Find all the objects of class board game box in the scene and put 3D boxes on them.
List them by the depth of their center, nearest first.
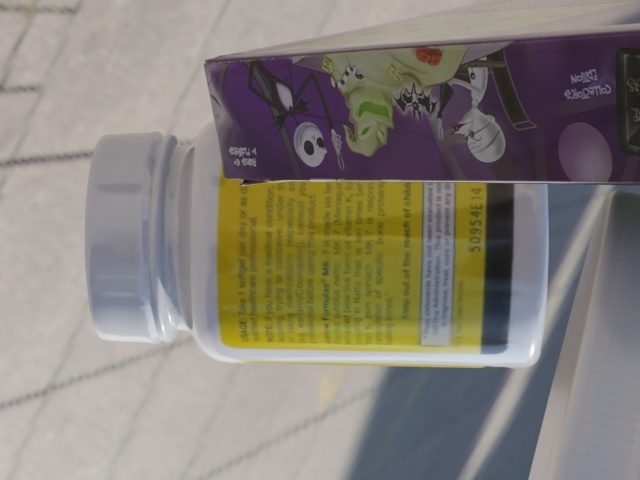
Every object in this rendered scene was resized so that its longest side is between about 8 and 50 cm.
[{"bbox_3d":[0.150,-0.056,0.518,0.208,0.347,0.056,-21,105,-36],"label":"board game box"}]

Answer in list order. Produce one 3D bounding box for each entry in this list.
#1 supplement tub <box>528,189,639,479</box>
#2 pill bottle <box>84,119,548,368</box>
[{"bbox_3d":[0.200,0.097,0.541,0.191,0.272,0.191,14,90,-84],"label":"supplement tub"},{"bbox_3d":[0.000,0.000,0.847,0.119,0.208,0.119,1,90,-87],"label":"pill bottle"}]
